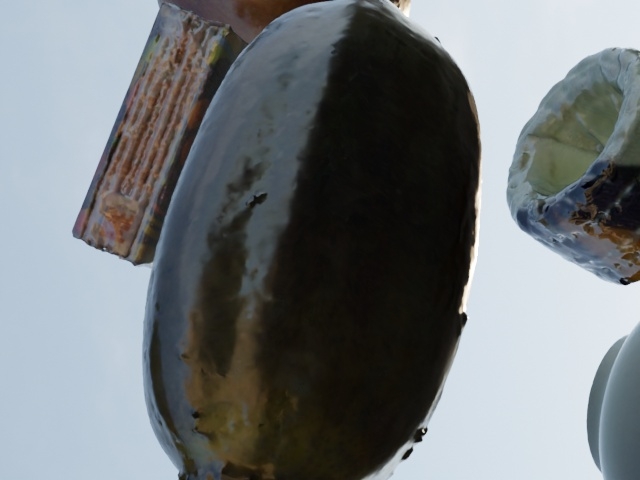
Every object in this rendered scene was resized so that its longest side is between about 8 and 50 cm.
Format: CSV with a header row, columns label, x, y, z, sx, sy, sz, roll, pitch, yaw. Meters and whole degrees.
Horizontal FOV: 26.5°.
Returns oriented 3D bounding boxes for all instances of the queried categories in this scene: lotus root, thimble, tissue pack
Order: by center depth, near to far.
label,x,y,z,sx,sy,sz,roll,pitch,yaw
lotus root,0.000,0.000,0.548,0.123,0.124,0.241,97,-176,-51
tissue pack,-0.081,-0.055,0.813,0.148,0.060,0.108,-69,-20,-1
thimble,0.302,-0.079,1.404,0.150,0.237,0.237,29,-122,-20

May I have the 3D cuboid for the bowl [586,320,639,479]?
label,x,y,z,sx,sy,sz,roll,pitch,yaw
bowl,0.416,0.198,1.489,0.354,0.185,0.354,-7,-79,-44

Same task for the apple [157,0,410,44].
label,x,y,z,sx,sy,sz,roll,pitch,yaw
apple,-0.033,-0.214,1.149,0.211,0.211,0.188,1,-132,-53
